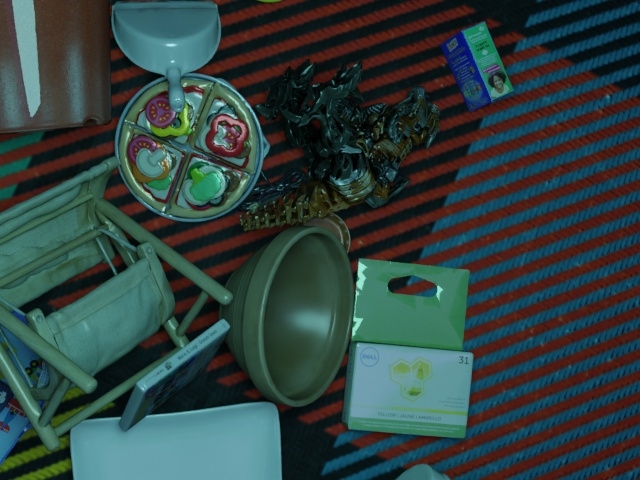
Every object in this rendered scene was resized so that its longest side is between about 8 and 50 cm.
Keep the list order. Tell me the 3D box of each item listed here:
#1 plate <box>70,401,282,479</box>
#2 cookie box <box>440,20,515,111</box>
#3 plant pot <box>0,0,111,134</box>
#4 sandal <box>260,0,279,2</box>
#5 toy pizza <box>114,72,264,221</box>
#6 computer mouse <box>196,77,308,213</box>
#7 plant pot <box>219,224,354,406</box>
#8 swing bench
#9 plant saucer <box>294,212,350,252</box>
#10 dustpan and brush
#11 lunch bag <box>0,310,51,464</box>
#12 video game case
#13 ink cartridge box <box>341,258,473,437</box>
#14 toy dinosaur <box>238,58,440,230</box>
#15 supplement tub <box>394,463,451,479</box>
[{"bbox_3d":[-0.185,0.364,1.553,0.278,0.045,0.277,-4,89,-11],"label":"plate"},{"bbox_3d":[0.219,-0.243,1.632,0.040,0.092,0.107,-25,93,-14],"label":"cookie box"},{"bbox_3d":[-0.374,-0.266,1.442,0.272,0.272,0.265,-6,97,-11],"label":"plant pot"},{"bbox_3d":[-0.039,-0.488,1.569,0.126,0.138,0.317,7,85,-9],"label":"sandal"},{"bbox_3d":[-0.176,-0.122,1.549,0.201,0.032,0.201,0,101,2],"label":"toy pizza"},{"bbox_3d":[-0.107,-0.135,1.590,0.106,0.042,0.193,-32,99,-4],"label":"computer mouse"},{"bbox_3d":[-0.057,0.094,1.530,0.110,0.237,0.237,7,85,29],"label":"plant pot"},{"bbox_3d":[-0.294,0.068,1.422,0.254,0.165,0.253,48,45,10],"label":"swing bench"},{"bbox_3d":[0.000,0.000,1.619,0.083,0.013,0.083,0,89,-11],"label":"plant saucer"},{"bbox_3d":[-0.196,-0.244,1.529,0.147,0.211,0.060,-3,127,-11],"label":"dustpan and brush"},{"bbox_3d":[-0.473,0.163,1.478,0.293,0.138,0.221,36,80,-20],"label":"lunch bag"},{"bbox_3d":[-0.188,0.173,1.479,0.143,0.157,0.019,-36,79,-31],"label":"video game case"},{"bbox_3d":[0.126,0.150,1.619,0.171,0.056,0.235,6,89,-10],"label":"ink cartridge box"},{"bbox_3d":[0.030,-0.120,1.549,0.322,0.164,0.218,-51,124,-41],"label":"toy dinosaur"},{"bbox_3d":[0.213,0.471,1.528,0.331,0.241,0.241,37,82,-7],"label":"supplement tub"}]
